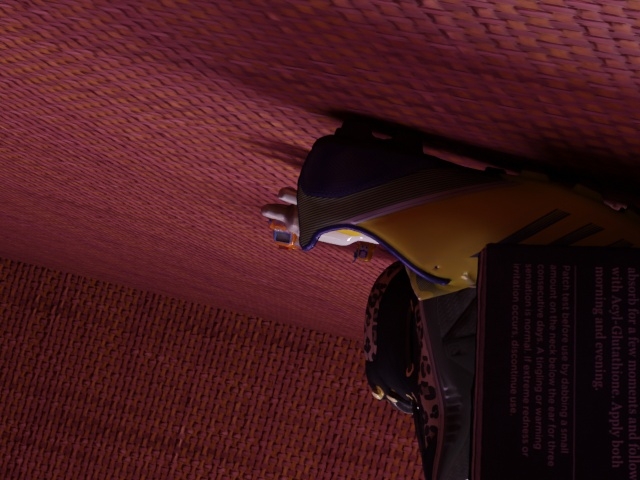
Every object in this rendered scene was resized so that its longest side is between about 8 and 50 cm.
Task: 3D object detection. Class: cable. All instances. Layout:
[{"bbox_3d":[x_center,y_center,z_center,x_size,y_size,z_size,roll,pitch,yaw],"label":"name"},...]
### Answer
[{"bbox_3d":[0.087,-0.002,1.713,0.287,0.072,0.139,20,174,-5],"label":"cable"}]

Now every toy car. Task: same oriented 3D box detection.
[{"bbox_3d":[0.000,0.000,2.119,0.122,0.040,0.060,13,174,12],"label":"toy car"}]

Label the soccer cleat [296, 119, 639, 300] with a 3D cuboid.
[{"bbox_3d":[0.121,-0.004,1.440,0.289,0.121,0.093,14,173,-3],"label":"soccer cleat"}]

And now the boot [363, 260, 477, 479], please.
[{"bbox_3d":[0.146,0.192,2.144,0.138,0.377,0.284,-11,-175,-12],"label":"boot"}]

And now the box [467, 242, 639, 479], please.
[{"bbox_3d":[0.308,0.157,1.403,0.395,0.212,0.293,2,156,4],"label":"box"}]
